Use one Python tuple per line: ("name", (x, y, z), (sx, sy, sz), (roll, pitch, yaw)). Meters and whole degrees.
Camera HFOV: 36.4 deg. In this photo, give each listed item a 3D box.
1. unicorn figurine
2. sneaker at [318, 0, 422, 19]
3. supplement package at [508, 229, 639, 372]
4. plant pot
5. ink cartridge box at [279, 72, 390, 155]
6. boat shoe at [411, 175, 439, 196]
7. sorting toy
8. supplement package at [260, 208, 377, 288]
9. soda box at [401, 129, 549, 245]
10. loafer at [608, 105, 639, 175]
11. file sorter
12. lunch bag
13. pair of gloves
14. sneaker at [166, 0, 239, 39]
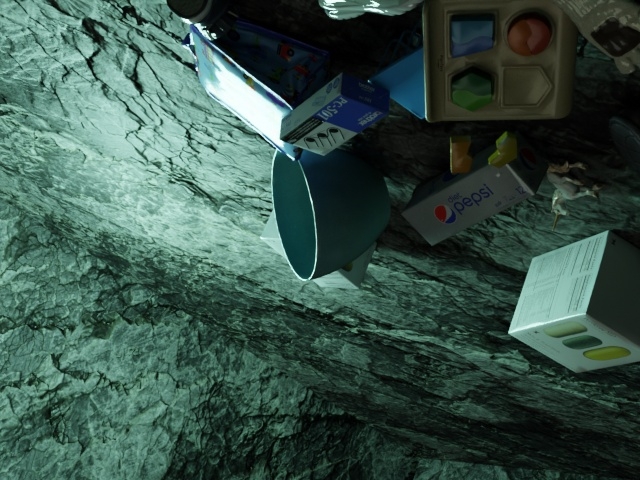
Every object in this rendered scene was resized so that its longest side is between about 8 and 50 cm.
("unicorn figurine", (0.467, -0.098, 1.831), (0.111, 0.060, 0.162), (-1, 131, 45))
("sneaker", (0.075, -0.401, 1.450), (0.281, 0.105, 0.115), (-4, 146, 48))
("supplement package", (0.572, 0.136, 2.050), (0.199, 0.198, 0.263), (30, 156, -15))
("plant pot", (0.033, -0.074, 2.052), (0.196, 0.290, 0.290), (-10, 164, -17))
("ink cartridge box", (0.021, -0.213, 1.668), (0.097, 0.046, 0.207), (17, 155, -28))
("boat shoe", (0.266, -0.095, 1.998), (0.178, 0.064, 0.060), (-6, 142, 45))
("sorting toy", (0.274, -0.231, 1.492), (0.229, 0.041, 0.307), (-3, 129, 6))
("supplement package", (0.000, 0.000, 2.358), (0.134, 0.139, 0.244), (0, 149, 45))
("soda box", (0.289, -0.095, 1.851), (0.098, 0.091, 0.286), (45, 140, -12))
("loafer", (0.582, -0.132, 1.629), (0.302, 0.095, 0.109), (45, 179, -34))
("file sorter", (0.184, -0.293, 1.587), (0.118, 0.104, 0.170), (31, 156, -21))
("lunch bag", (-0.138, -0.310, 1.846), (0.293, 0.138, 0.221), (29, 161, 10))
("pair of gloves", (0.442, -0.332, 1.310), (0.204, 0.042, 0.240), (35, 145, -24))
("sneaker", (-0.192, -0.391, 1.641), (0.163, 0.086, 0.226), (46, -168, -43))
